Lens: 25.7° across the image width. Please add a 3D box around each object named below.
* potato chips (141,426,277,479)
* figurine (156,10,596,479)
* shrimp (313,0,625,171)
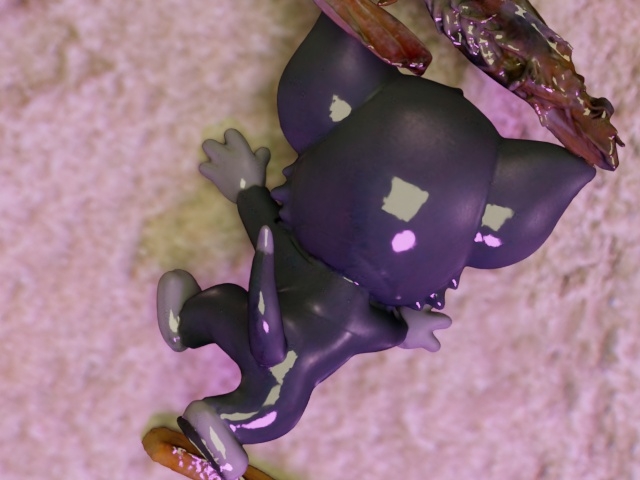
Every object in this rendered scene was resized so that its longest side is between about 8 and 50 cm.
[{"bbox_3d":[-0.018,0.169,0.857,0.204,0.026,0.037,34,99,-11],"label":"potato chips"},{"bbox_3d":[-0.002,0.001,0.798,0.193,0.140,0.265,41,60,7],"label":"figurine"},{"bbox_3d":[0.069,-0.123,0.795,0.251,0.052,0.144,43,44,18],"label":"shrimp"}]
